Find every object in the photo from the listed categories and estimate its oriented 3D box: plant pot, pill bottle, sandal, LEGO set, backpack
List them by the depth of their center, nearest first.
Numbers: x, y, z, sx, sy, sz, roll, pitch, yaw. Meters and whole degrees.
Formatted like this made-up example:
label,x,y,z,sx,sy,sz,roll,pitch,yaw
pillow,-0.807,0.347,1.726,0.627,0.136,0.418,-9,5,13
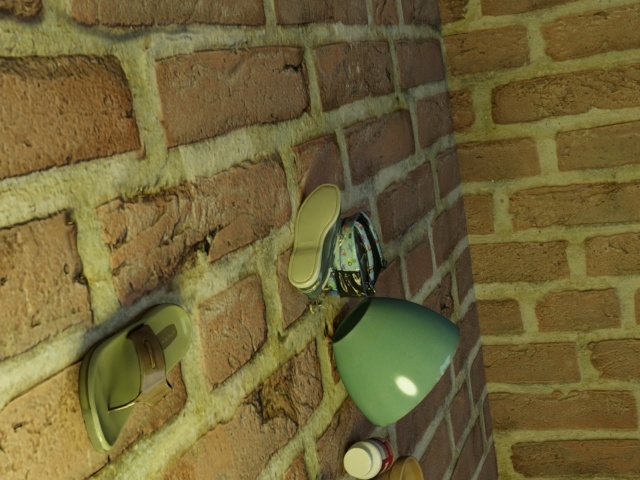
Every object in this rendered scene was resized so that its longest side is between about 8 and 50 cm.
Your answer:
label,x,y,z,sx,sy,sz,roll,pitch,yaw
sandal,-0.239,0.169,1.245,0.303,0.086,0.120,-55,136,-59
LEGO set,-0.008,0.125,1.955,0.083,0.023,0.054,-18,100,-55
plant pot,0.140,0.240,2.021,0.195,0.290,0.290,41,34,-9
backpack,0.070,0.026,2.036,0.158,0.117,0.173,-60,141,-56
pill bottle,0.109,0.500,2.075,0.152,0.086,0.086,15,72,-67
plant pot,0.173,0.639,2.177,0.237,0.109,0.237,-6,90,-69

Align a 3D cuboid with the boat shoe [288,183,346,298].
label,x,y,z,sx,sy,sz,roll,pitch,yaw
boat shoe,0.000,0.000,1.894,0.079,0.095,0.254,54,38,-50
